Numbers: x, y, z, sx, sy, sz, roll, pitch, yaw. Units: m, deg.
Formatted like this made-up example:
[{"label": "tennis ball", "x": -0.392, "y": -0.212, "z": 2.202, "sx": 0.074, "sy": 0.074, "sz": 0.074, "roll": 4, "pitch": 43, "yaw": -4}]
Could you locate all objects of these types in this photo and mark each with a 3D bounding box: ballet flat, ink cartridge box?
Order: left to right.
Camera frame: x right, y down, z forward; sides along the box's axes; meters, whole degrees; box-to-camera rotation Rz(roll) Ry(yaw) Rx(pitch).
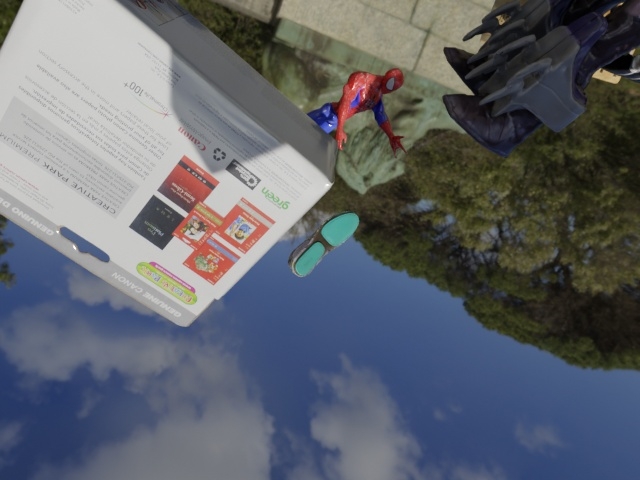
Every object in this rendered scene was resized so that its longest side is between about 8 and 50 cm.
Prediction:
[{"label": "ink cartridge box", "x": -0.185, "y": -0.092, "z": 0.553, "sx": 0.309, "sy": 0.272, "sz": 0.130, "roll": 38, "pitch": -154, "yaw": -17}, {"label": "ballet flat", "x": 0.000, "y": 0.000, "z": 0.655, "sx": 0.041, "sy": 0.114, "sz": 0.041, "roll": 42, "pitch": 163, "yaw": 16}]

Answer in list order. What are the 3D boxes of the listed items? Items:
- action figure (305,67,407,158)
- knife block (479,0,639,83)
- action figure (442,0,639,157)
[{"label": "action figure", "x": 0.022, "y": -0.166, "z": 0.807, "sx": 0.091, "sy": 0.280, "sz": 0.139, "roll": 5, "pitch": -117, "yaw": -54}, {"label": "knife block", "x": 0.340, "y": -0.248, "z": 0.620, "sx": 0.276, "sy": 0.088, "sz": 0.242, "roll": -9, "pitch": -143, "yaw": -43}, {"label": "action figure", "x": 0.203, "y": -0.157, "z": 0.272, "sx": 0.099, "sy": 0.285, "sz": 0.185, "roll": 28, "pitch": -136, "yaw": -33}]
